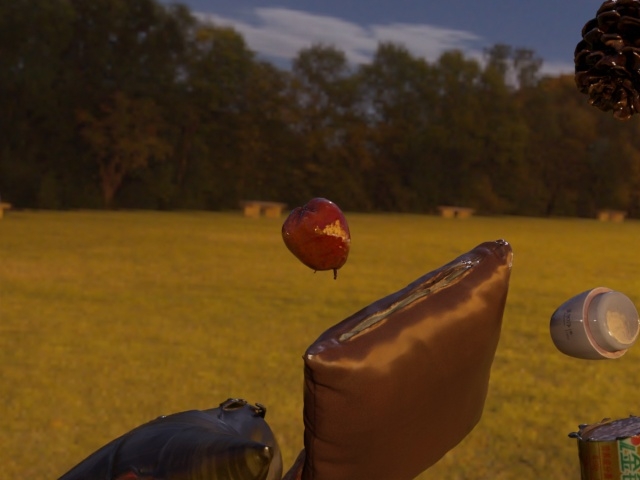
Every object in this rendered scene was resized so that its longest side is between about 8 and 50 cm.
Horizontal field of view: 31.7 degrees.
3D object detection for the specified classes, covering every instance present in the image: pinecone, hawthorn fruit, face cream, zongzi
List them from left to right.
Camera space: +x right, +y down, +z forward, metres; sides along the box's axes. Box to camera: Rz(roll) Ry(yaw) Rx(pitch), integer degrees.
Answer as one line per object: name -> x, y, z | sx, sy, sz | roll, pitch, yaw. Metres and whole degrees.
zongzi -> -0.100, 0.272, 1.371 | 0.432, 0.208, 0.403 | -35, -8, 34
hawthorn fruit -> 0.000, 0.000, 1.362 | 0.081, 0.093, 0.081 | -26, 18, 9
face cream -> 0.346, 0.107, 1.425 | 0.091, 0.091, 0.095 | 2, -14, -36
pinecone -> 0.577, -0.341, 2.064 | 0.224, 0.224, 0.272 | 8, 38, 43

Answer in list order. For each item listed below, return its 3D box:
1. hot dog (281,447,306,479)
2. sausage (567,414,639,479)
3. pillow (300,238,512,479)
hot dog -> -0.031, 0.409, 1.758 | 0.092, 0.235, 0.062 | 34, -21, 12
sausage -> 0.293, 0.354, 1.066 | 0.082, 0.371, 0.082 | -7, 6, 1
pillow -> 0.095, 0.176, 1.297 | 0.308, 0.305, 0.108 | -27, 47, -32
